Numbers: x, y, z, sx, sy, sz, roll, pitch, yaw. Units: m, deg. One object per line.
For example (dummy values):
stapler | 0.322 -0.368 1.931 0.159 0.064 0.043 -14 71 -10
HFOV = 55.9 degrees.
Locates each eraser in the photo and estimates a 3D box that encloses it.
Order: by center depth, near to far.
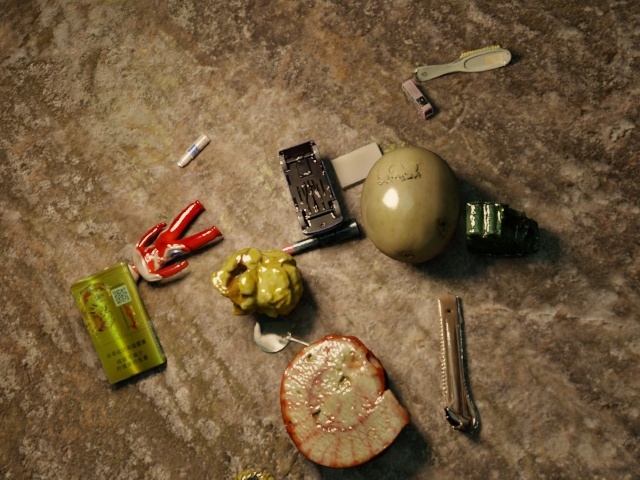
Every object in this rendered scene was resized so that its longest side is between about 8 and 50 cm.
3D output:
eraser | 0.116 -0.225 1.811 0.150 0.023 0.104 -22 67 4

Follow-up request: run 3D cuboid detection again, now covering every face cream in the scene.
face cream | -0.413 -0.288 1.950 0.034 0.034 0.130 39 82 22

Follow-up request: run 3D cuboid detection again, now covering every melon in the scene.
melon | 0.239 -0.107 1.609 0.268 0.268 0.330 1 63 13

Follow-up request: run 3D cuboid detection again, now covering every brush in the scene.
brush | 0.427 -0.547 1.844 0.296 0.068 0.060 -9 49 12

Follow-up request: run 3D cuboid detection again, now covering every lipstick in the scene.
lipstick | 0.000 0.000 1.744 0.234 0.053 0.054 -21 67 9

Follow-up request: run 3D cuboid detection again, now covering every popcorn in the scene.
popcorn | -0.158 0.114 1.648 0.256 0.254 0.195 20 97 45

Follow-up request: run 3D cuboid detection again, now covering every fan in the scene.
fan | -0.107 0.268 1.690 0.175 0.005 0.113 14 73 19

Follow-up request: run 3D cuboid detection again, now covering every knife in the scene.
knife | 0.345 0.309 1.555 0.089 0.043 0.366 7 66 -20

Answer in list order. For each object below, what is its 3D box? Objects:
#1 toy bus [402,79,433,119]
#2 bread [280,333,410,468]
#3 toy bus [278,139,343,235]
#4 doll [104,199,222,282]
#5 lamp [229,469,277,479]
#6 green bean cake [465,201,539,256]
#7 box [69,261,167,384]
toy bus | 0.295 -0.429 1.830 0.036 0.052 0.131 -30 66 -1
bread | 0.046 0.415 1.543 0.295 0.114 0.328 -31 67 2
toy bus | -0.027 -0.139 1.754 0.125 0.133 0.292 -19 65 0
doll | -0.487 0.040 1.818 0.383 0.099 0.188 -33 56 -4
lamp | -0.159 0.673 1.432 0.246 0.247 0.247 -4 69 11
green bean cake | 0.471 -0.029 1.561 0.193 0.208 0.107 3 74 16
box | -0.578 0.236 1.729 0.172 0.043 0.311 -23 90 3
